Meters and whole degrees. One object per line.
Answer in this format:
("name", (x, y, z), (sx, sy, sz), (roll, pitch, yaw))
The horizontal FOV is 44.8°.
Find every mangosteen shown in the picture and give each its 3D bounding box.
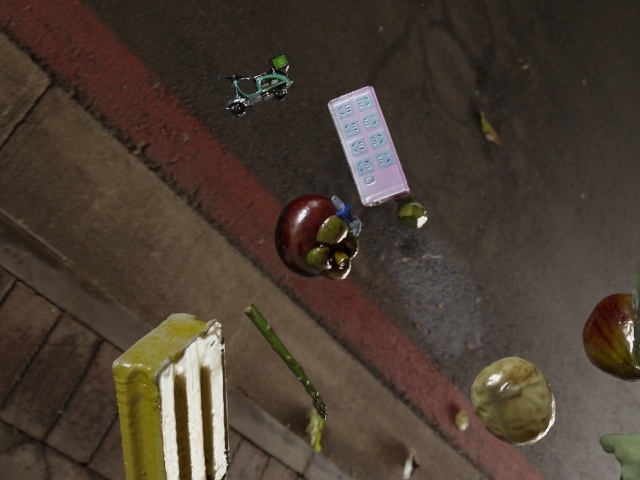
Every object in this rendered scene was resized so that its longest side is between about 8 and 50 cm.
("mangosteen", (0.000, 0.000, 1.573), (0.200, 0.200, 0.199), (2, 87, -47))

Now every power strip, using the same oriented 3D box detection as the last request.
("power strip", (0.105, -0.207, 1.705), (0.037, 0.109, 0.279), (45, 26, -74))

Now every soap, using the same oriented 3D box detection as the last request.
("soap", (-0.228, 0.289, 1.221), (0.199, 0.091, 0.315), (-46, 139, -60))

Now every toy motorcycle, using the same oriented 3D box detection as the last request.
("toy motorcycle", (-0.144, -0.352, 1.768), (0.173, 0.058, 0.100), (-25, 82, -5))

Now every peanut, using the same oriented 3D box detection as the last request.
("peanut", (0.333, 0.276, 1.332), (0.141, 0.109, 0.159), (-28, 104, -5))

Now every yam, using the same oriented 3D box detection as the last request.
("yam", (0.202, -0.061, 1.735), (0.146, 0.070, 0.069), (-66, 145, -77))

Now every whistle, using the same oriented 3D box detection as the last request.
("whistle", (0.045, -0.043, 1.336), (0.083, 0.029, 0.033), (49, 43, -22))

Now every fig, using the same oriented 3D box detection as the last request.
("fig", (0.616, 0.216, 1.515), (0.146, 0.274, 0.170), (22, 108, -8))

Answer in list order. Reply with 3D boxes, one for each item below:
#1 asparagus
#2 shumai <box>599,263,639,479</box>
("asparagus", (-0.056, 0.215, 1.373), (0.248, 0.025, 0.024), (55, 39, -8))
("shumai", (0.436, 0.180, 0.783), (0.324, 0.323, 0.397), (-11, 67, -9))
